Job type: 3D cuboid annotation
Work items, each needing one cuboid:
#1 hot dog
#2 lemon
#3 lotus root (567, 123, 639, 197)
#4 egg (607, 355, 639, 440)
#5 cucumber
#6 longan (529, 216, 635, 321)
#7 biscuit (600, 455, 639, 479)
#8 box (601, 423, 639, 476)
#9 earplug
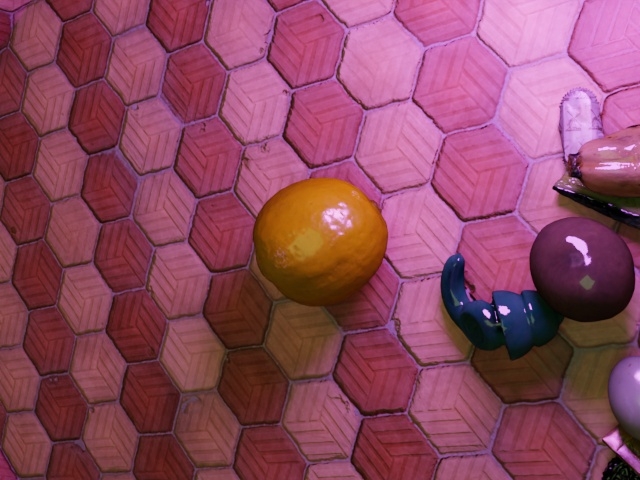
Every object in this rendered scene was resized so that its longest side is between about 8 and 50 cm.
[{"bbox_3d":[0.595,-0.258,1.655,0.099,0.053,0.192,-7,86,25],"label":"hot dog"},{"bbox_3d":[0.000,0.000,1.809,0.348,0.348,0.347,1,92,26],"label":"lemon"},{"bbox_3d":[0.669,-0.173,1.561,0.257,0.140,0.154,-2,75,9],"label":"lotus root"},{"bbox_3d":[0.704,0.344,1.562,0.149,0.149,0.192,-24,74,25],"label":"egg"},{"bbox_3d":[0.637,-0.091,1.636,0.211,0.062,0.078,25,58,30],"label":"cucumber"},{"bbox_3d":[0.566,0.064,1.568,0.248,0.248,0.248,1,92,26],"label":"longan"},{"bbox_3d":[0.723,0.562,1.612,0.195,0.053,0.194,1,91,26],"label":"biscuit"},{"bbox_3d":[0.709,0.468,1.587,0.089,0.022,0.156,-37,50,-5],"label":"box"},{"bbox_3d":[0.429,0.162,1.716,0.280,0.164,0.257,-8,51,15],"label":"earplug"}]
